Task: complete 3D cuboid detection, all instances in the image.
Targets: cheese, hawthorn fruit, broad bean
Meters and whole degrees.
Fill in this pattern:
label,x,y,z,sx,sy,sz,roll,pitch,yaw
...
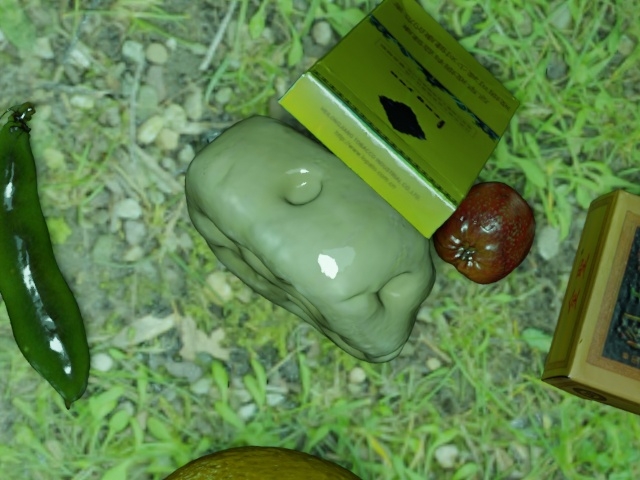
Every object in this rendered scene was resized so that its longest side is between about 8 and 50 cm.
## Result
label,x,y,z,sx,sy,sz,roll,pitch,yaw
cheese,0.000,0.000,1.289,0.235,0.218,0.117,42,81,-26
hawthorn fruit,0.143,-0.010,1.386,0.093,0.093,0.093,2,81,-12
broad bean,-0.237,0.014,1.315,0.065,0.046,0.255,-12,84,-13

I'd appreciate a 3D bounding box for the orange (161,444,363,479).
label,x,y,z,sx,sy,sz,roll,pitch,yaw
orange,-0.046,0.291,1.206,0.274,0.274,0.274,2,81,-12

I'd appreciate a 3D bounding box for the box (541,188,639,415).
label,x,y,z,sx,sy,sz,roll,pitch,yaw
box,0.349,0.084,1.417,0.274,0.076,0.174,19,77,-9

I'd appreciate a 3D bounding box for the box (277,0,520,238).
label,x,y,z,sx,sy,sz,roll,pitch,yaw
box,0.074,-0.112,1.308,0.153,0.279,0.041,44,118,-3
